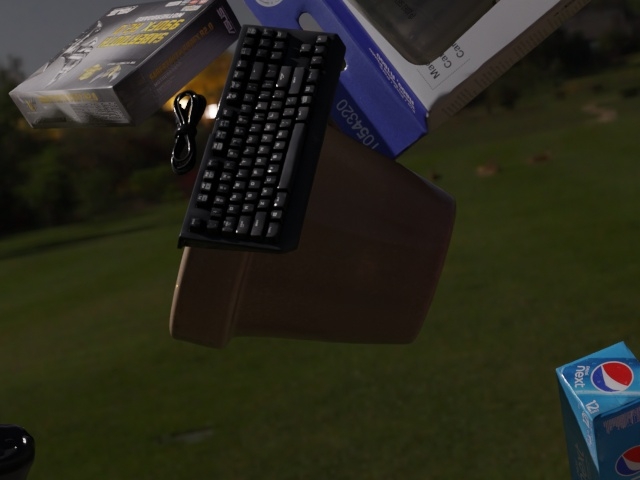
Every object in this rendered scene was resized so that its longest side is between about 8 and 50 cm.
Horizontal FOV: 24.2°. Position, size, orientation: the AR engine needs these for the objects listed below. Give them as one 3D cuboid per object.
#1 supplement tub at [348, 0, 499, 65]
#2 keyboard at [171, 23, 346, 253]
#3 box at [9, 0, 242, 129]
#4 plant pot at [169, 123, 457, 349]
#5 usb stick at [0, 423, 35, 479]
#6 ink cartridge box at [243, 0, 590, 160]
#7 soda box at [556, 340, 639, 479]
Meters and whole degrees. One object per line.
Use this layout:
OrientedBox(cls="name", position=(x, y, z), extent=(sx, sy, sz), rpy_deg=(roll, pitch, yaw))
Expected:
OrientedBox(cls="supplement tub", position=(0.136, -0.319, 1.271), extent=(0.316, 0.193, 0.193), rpy_deg=(-43, -4, 10))
OrientedBox(cls="keyboard", position=(-0.052, -0.071, 0.983), extent=(0.108, 0.180, 0.023), rpy_deg=(4, -34, 14))
OrientedBox(cls="box", position=(-0.223, -0.202, 1.698), extent=(0.231, 0.056, 0.183), rpy_deg=(5, 42, 50))
OrientedBox(cls="plant pot", position=(0.000, 0.000, 1.418), extent=(0.229, 0.263, 0.263), rpy_deg=(18, 2, 0))
OrientedBox(cls="usb stick", position=(-0.287, 0.236, 1.195), extent=(0.077, 0.045, 0.278), rpy_deg=(-20, -28, -37))
OrientedBox(cls="ink cartridge box", position=(0.086, -0.295, 1.583), extent=(0.330, 0.324, 0.071), rpy_deg=(-40, -18, 9))
OrientedBox(cls="soda box", position=(0.259, 0.192, 1.303), extent=(0.067, 0.210, 0.071), rpy_deg=(-21, 40, -8))
